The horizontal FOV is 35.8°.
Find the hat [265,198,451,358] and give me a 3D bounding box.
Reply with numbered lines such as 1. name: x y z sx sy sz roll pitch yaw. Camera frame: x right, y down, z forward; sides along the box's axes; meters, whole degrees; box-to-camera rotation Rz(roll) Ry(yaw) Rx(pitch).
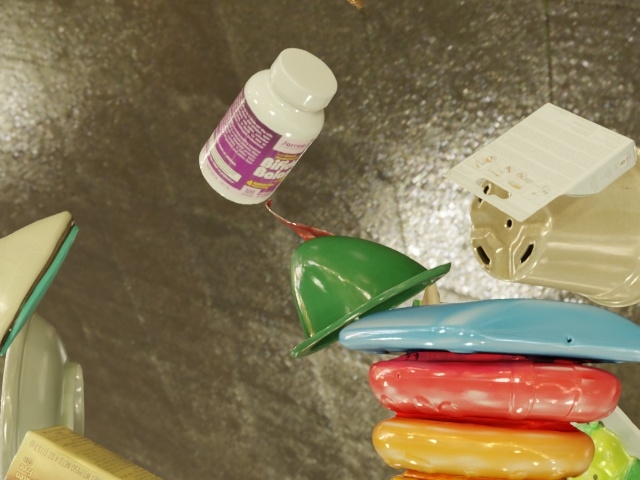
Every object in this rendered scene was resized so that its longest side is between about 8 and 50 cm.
1. hat: 0.000 0.000 0.981 0.208 0.173 0.183 -37 78 38

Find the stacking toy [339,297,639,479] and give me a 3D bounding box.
1. stacking toy: 0.107 0.192 0.633 0.166 0.175 0.301 164 109 -65

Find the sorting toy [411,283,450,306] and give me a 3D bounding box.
1. sorting toy: 0.219 0.166 1.850 0.046 0.274 0.132 7 121 -7

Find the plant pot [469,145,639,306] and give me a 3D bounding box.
1. plant pot: 0.472 -0.033 1.943 0.334 0.306 0.333 -3 86 59

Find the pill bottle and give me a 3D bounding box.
1. pill bottle: -0.097 -0.220 1.910 0.169 0.169 0.301 43 128 3

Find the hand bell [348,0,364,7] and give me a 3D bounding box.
1. hand bell: 0.035 -0.558 2.037 0.126 0.126 0.242 18 166 32

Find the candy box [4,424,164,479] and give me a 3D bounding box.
1. candy box: -0.179 0.334 0.969 0.316 0.183 0.087 25 179 10

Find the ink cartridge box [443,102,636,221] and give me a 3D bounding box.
1. ink cartridge box: 0.340 -0.111 1.544 0.189 0.232 0.066 38 160 47

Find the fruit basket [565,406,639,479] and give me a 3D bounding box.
1. fruit basket: 0.363 0.354 1.570 0.353 0.165 0.327 45 129 0

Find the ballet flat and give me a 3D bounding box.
1. ballet flat: -0.238 0.067 0.656 0.086 0.248 0.086 10 143 7

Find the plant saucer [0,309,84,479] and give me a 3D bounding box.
1. plant saucer: -0.449 0.306 1.638 0.101 0.400 0.400 0 140 -9
